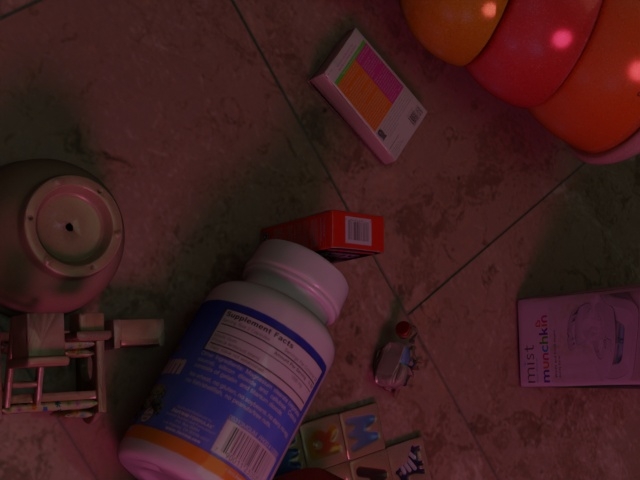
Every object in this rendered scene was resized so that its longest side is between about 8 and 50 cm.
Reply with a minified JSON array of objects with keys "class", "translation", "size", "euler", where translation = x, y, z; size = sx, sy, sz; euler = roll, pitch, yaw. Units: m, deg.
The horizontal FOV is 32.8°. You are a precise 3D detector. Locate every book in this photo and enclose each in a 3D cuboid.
[{"class":"book","translation":[0.063,-0.178,1.336],"size":[0.144,0.035,0.096],"euler":[47,57,-20]}]

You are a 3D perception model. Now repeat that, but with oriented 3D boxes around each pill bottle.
[{"class":"pill bottle","translation":[-0.078,0.138,1.115],"size":[0.152,0.152,0.272],"euler":[40,62,-23]}]

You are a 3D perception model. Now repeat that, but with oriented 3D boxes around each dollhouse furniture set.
[{"class":"dollhouse furniture set","translation":[-0.211,0.122,1.019],"size":[0.182,0.161,0.101],"euler":[1,82,-33]}]

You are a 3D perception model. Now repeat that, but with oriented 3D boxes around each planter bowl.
[{"class":"planter bowl","translation":[-0.255,-0.006,1.042],"size":[0.162,0.109,0.162],"euler":[6,80,-34]}]

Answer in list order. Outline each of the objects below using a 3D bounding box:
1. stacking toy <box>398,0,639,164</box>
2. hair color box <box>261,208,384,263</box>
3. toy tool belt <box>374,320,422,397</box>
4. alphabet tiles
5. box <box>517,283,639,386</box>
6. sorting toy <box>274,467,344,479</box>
[{"class":"stacking toy","translation":[0.221,-0.318,1.342],"size":[0.480,0.350,0.351],"euler":[16,73,-15]},{"class":"hair color box","translation":[0.000,0.000,1.195],"size":[0.072,0.141,0.043],"euler":[6,79,-33]},{"class":"toy tool belt","translation":[0.095,0.143,1.301],"size":[0.051,0.052,0.083],"euler":[49,57,-55]},{"class":"alphabet tiles","translation":[0.003,0.347,1.221],"size":[0.342,0.011,0.285],"euler":[-11,89,-35]},{"class":"box","translation":[0.428,0.128,1.414],"size":[0.262,0.231,0.127],"euler":[5,79,-34]},{"class":"sorting toy","translation":[-0.074,0.410,1.111],"size":[0.365,0.127,0.126],"euler":[-50,140,-26]}]
